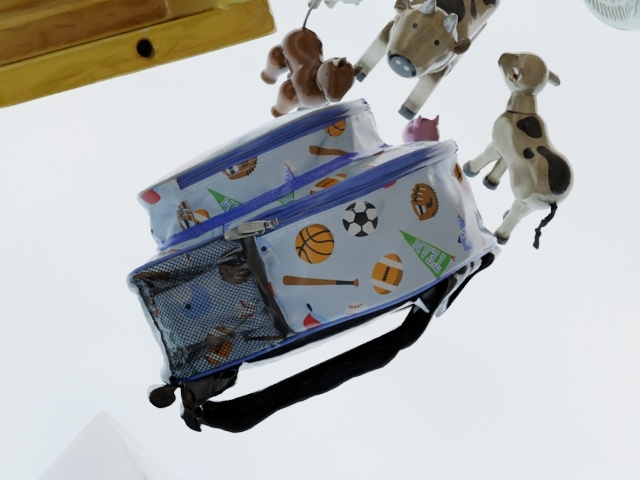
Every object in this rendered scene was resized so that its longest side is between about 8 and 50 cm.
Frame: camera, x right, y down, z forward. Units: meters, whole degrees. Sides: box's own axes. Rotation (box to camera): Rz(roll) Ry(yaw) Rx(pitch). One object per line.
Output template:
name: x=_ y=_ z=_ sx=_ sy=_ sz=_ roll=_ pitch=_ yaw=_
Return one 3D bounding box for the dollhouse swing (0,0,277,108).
dollhouse swing: x=-0.176 y=-0.273 z=1.122 sx=0.315 sy=0.305 sz=0.346 roll=-17 pitch=-80 yaw=-10

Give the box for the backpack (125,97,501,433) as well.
backpack: x=0.000 y=0.000 z=1.363 sx=0.276 sy=0.263 sz=0.213 roll=-42 pitch=-64 yaw=-68

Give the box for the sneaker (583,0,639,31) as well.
sneaker: x=0.281 y=-0.344 z=1.337 sx=0.148 sy=0.131 sz=0.350 roll=-13 pitch=-65 yaw=-23

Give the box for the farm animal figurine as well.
farm animal figurine: x=0.125 y=-0.185 z=1.755 sx=0.330 sy=0.172 sz=0.326 roll=26 pitch=-134 yaw=-13

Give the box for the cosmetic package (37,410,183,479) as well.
cosmetic package: x=-0.165 y=0.283 z=1.271 sx=0.161 sy=0.453 sz=0.230 roll=42 pitch=-97 yaw=-9
